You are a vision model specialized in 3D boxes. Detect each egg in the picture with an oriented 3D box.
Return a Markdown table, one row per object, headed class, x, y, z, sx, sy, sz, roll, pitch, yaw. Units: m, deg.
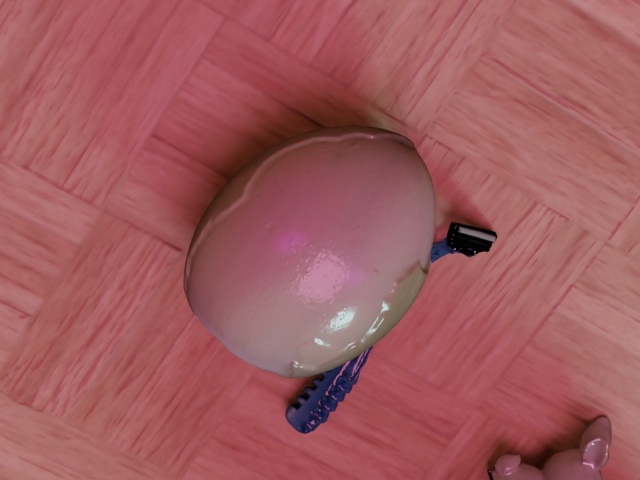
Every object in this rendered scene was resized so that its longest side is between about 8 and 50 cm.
| class | x | y | z | sx | sy | sz | roll | pitch | yaw |
| --- | --- | --- | --- | --- | --- | --- | --- | --- | --- |
| egg | 0.000 | 0.000 | 1.319 | 0.183 | 0.183 | 0.217 | 30 | 105 | -19 |

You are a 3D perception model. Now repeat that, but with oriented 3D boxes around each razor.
| class | x | y | z | sx | sy | sz | roll | pitch | yaw |
| --- | --- | --- | --- | --- | --- | --- | --- | --- | --- |
| razor | 0.054 | 0.075 | 1.442 | 0.253 | 0.042 | 0.082 | -51 | 152 | 18 |

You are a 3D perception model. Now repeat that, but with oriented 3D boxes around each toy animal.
| class | x | y | z | sx | sy | sz | roll | pitch | yaw |
| --- | --- | --- | --- | --- | --- | --- | --- | --- | --- |
| toy animal | 0.220 | 0.224 | 1.517 | 0.124 | 0.071 | 0.085 | -14 | 98 | 9 |
